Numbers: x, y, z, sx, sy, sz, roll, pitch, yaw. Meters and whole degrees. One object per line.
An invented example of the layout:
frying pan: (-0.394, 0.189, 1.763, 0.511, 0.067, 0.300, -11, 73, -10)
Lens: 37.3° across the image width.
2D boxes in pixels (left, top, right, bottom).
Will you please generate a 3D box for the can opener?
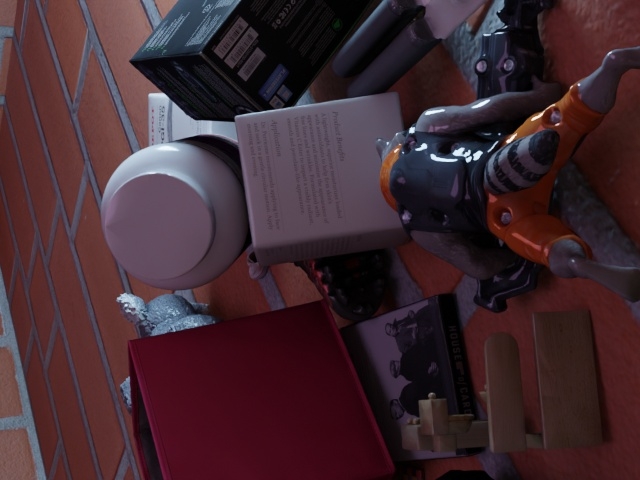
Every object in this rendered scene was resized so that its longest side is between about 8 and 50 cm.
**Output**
can opener: (0.105, -0.226, 0.971, 0.280, 0.093, 0.074, -36, 79, 56)

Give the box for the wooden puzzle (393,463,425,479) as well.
wooden puzzle: (0.111, 0.300, 1.150, 0.083, 0.006, 0.049, -9, 85, 61)

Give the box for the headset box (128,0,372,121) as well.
headset box: (-0.090, -0.281, 1.204, 0.246, 0.131, 0.283, -55, 28, -12)

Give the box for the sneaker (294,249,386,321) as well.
sneaker: (0.000, 0.000, 1.233, 0.276, 0.097, 0.135, 63, 152, 28)

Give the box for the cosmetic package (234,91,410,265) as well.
cosmetic package: (0.006, -0.065, 1.079, 0.151, 0.183, 0.151, 97, 165, -80)

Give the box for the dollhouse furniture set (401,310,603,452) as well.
dollhouse furniture set: (0.166, 0.139, 0.921, 0.151, 0.144, 0.123, 143, 125, -73)

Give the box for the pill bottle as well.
pill bottle: (-0.170, -0.040, 1.220, 0.323, 0.181, 0.182, -62, -25, -79)

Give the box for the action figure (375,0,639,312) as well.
action figure: (0.157, -0.101, 0.852, 0.330, 0.178, 0.342, -2, 87, 61)

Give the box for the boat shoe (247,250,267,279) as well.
boat shoe: (-0.098, 0.027, 1.475, 0.100, 0.035, 0.035, -56, 46, 48)

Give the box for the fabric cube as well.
fabric cube: (-0.089, 0.264, 1.201, 0.259, 0.258, 0.254, 102, 150, -51)

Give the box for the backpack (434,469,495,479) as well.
backpack: (0.185, 0.373, 0.806, 0.355, 0.273, 0.290, 11, 85, 48)

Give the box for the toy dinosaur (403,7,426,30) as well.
toy dinosaur: (0.057, -0.349, 1.074, 0.064, 0.118, 0.268, 147, 117, -75)

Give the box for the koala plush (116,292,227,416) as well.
koala plush: (-0.241, 0.169, 1.614, 0.221, 0.196, 0.203, 52, 124, 47)

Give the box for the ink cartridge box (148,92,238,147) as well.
ink cartridge box: (-0.179, -0.130, 1.521, 0.283, 0.117, 0.207, 18, 109, 59)

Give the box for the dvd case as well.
dvd case: (0.099, 0.174, 1.137, 0.238, 0.029, 0.179, -28, 68, 60)
